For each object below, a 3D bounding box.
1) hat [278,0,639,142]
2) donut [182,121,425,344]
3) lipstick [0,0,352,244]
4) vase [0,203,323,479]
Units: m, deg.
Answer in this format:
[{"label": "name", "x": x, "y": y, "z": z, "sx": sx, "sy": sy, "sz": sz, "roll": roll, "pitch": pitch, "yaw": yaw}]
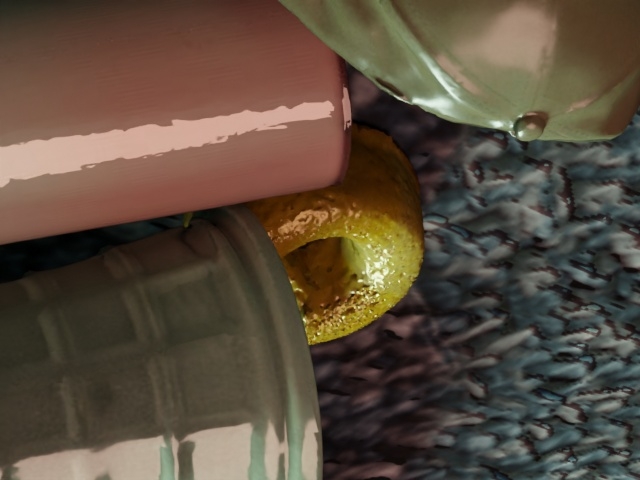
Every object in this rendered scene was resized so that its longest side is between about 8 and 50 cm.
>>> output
[{"label": "hat", "x": 0.064, "y": -0.124, "z": 0.592, "sx": 0.147, "sy": 0.085, "sz": 0.175, "roll": 2, "pitch": 109, "yaw": -29}, {"label": "donut", "x": 0.000, "y": 0.000, "z": 0.753, "sx": 0.097, "sy": 0.043, "sz": 0.108, "roll": -35, "pitch": 140, "yaw": 14}, {"label": "lipstick", "x": -0.157, "y": -0.034, "z": 0.620, "sx": 0.327, "sy": 0.087, "sz": 0.087, "roll": -10, "pitch": 136, "yaw": -13}, {"label": "vase", "x": -0.163, "y": 0.074, "z": 0.639, "sx": 0.299, "sy": 0.143, "sz": 0.143, "roll": -8, "pitch": 135, "yaw": -20}]
